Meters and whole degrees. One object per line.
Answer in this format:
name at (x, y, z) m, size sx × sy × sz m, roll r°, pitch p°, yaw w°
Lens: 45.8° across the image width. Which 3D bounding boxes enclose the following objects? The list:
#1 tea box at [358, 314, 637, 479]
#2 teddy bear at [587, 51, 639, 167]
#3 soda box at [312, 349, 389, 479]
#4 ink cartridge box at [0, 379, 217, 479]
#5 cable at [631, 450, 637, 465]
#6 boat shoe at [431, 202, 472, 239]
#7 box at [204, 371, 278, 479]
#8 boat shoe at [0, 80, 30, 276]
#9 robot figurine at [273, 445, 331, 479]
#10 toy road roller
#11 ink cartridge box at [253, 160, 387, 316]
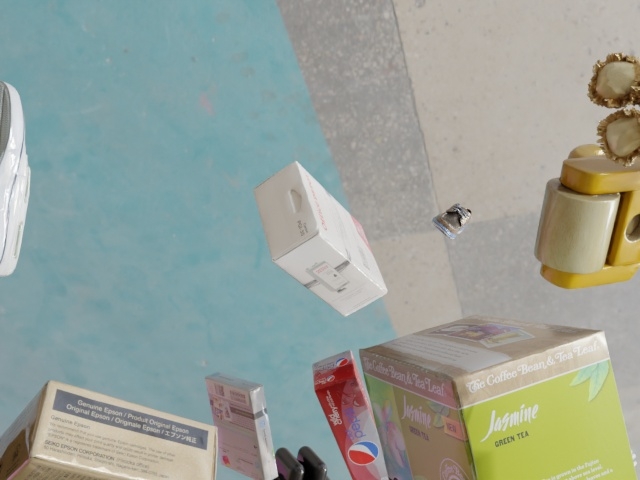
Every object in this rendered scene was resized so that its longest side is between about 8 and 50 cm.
tea box at (0.235, 0.287, 1.037) m, size 0.219 × 0.324 × 0.329 m, roll -13°, pitch -179°, yaw -17°
teddy bear at (0.567, -0.205, 1.151) m, size 0.337 × 0.245 × 0.113 m, roll -22°, pitch 166°, yaw -9°
soda box at (0.064, 0.346, 1.446) m, size 0.083 × 0.092 × 0.263 m, roll -19°, pitch 116°, yaw 5°
ink cartridge box at (-0.252, 0.257, 0.827) m, size 0.193 × 0.088 × 0.234 m, roll 23°, pitch 135°, yaw -28°
cable at (0.475, 0.470, 1.413) m, size 0.257 × 0.089 × 0.257 m, roll -38°, pitch 148°, yaw -12°
boat shoe at (0.306, -0.052, 1.737) m, size 0.066 × 0.183 × 0.066 m, roll 43°, pitch 109°, yaw 9°
box at (-0.152, 0.354, 1.443) m, size 0.038 × 0.186 × 0.145 m, roll -17°, pitch -167°, yaw -41°
boat shoe at (-0.378, -0.067, 0.874) m, size 0.083 × 0.226 × 0.076 m, roll 7°, pitch 175°, yaw 13°
robot figurine at (-0.068, 0.588, 1.636) m, size 0.209 × 0.173 × 0.278 m, roll 13°, pitch 101°, yaw 8°
toy road roller at (0.484, -0.064, 1.335) m, size 0.329 × 0.240 × 0.203 m, roll -8°, pitch 116°, yaw -26°
ink cartridge box at (0.000, 0.000, 1.559) m, size 0.117 × 0.207 × 0.283 m, roll -32°, pitch 139°, yaw 16°
